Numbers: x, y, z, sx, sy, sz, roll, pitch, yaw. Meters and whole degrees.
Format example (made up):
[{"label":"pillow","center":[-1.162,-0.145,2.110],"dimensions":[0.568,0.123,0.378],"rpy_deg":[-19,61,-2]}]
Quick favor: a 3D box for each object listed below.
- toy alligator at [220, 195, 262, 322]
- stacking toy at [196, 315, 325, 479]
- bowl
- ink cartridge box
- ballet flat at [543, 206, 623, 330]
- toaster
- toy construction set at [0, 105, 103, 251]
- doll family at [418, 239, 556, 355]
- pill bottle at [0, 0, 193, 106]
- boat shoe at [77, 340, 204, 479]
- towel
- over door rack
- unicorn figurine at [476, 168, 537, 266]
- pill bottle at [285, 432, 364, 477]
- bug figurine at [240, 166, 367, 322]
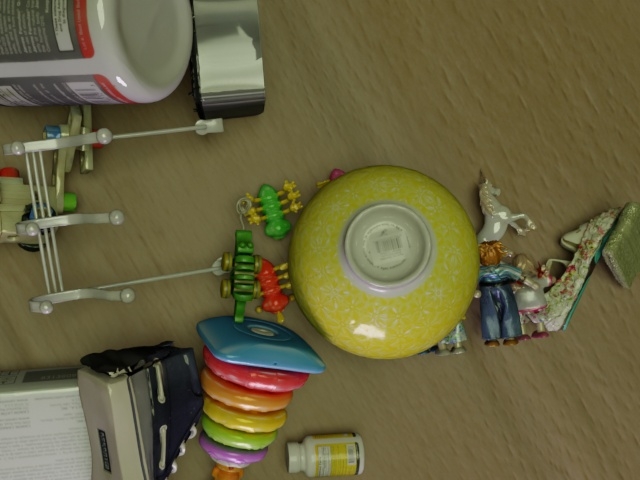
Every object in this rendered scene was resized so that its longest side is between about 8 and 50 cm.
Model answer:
[{"label":"toy alligator","center":[-0.112,0.025,1.247],"dimensions":[0.056,0.051,0.189],"rpy_deg":[5,83,-18]},{"label":"stacking toy","center":[-0.120,0.275,1.276],"dimensions":[0.175,0.166,0.301],"rpy_deg":[10,99,-22]},{"label":"bowl","center":[0.092,0.019,1.201],"dimensions":[0.290,0.156,0.289],"rpy_deg":[0,80,1]},{"label":"ink cartridge box","center":[-0.455,0.380,1.255],"dimensions":[0.308,0.091,0.384],"rpy_deg":[-3,106,-10]},{"label":"ballet flat","center":[0.416,0.035,1.399],"dimensions":[0.077,0.091,0.241],"rpy_deg":[28,79,19]},{"label":"toaster","center":[-0.143,-0.275,1.257],"dimensions":[0.110,0.186,0.168],"rpy_deg":[-6,89,-5]},{"label":"toy construction set","center":[-0.474,-0.099,1.224],"dimensions":[0.328,0.151,0.215],"rpy_deg":[-6,66,-16]},{"label":"doll family","center":[0.242,0.086,1.323],"dimensions":[0.263,0.118,0.163],"rpy_deg":[-9,88,5]},{"label":"pill bottle","center":[-0.373,-0.285,1.138],"dimensions":[0.363,0.210,0.210],"rpy_deg":[3,88,23]},{"label":"boat shoe","center":[-0.232,0.304,1.199],"dimensions":[0.158,0.127,0.340],"rpy_deg":[-15,110,-42]},{"label":"towel","center":[0.506,0.010,1.400],"dimensions":[0.110,0.027,0.148],"rpy_deg":[-59,139,-8]},{"label":"over door rack","center":[-0.259,-0.043,1.202],"dimensions":[0.324,0.108,0.239],"rpy_deg":[-12,102,-31]},{"label":"unicorn figurine","center":[0.289,-0.024,1.386],"dimensions":[0.111,0.060,0.161],"rpy_deg":[24,84,-9]},{"label":"pill bottle","center":[0.006,0.334,1.325],"dimensions":[0.116,0.065,0.065],"rpy_deg":[0,89,-10]},{"label":"bug figurine","center":[0.000,0.000,1.329],"dimensions":[0.279,0.072,0.216],"rpy_deg":[-14,86,-7]}]
